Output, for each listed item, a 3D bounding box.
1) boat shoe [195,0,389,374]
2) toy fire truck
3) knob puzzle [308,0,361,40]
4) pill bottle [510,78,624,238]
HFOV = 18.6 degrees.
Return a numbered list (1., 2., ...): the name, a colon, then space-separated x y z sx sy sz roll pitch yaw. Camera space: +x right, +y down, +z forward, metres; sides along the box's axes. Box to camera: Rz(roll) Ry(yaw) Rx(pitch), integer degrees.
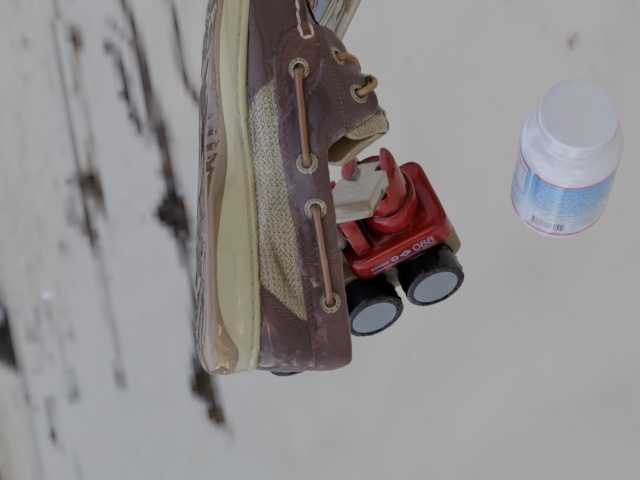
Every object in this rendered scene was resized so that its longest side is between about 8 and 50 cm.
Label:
1. boat shoe: -0.016 -0.080 1.292 0.123 0.123 0.342 127 145 -77
2. toy fire truck: 0.000 0.000 1.680 0.158 0.217 0.246 65 -176 34
3. knob puzzle: -0.017 -0.166 1.445 0.213 0.030 0.213 -27 59 60
4. pill bottle: 0.210 -0.071 1.653 0.160 0.087 0.087 90 166 -66
